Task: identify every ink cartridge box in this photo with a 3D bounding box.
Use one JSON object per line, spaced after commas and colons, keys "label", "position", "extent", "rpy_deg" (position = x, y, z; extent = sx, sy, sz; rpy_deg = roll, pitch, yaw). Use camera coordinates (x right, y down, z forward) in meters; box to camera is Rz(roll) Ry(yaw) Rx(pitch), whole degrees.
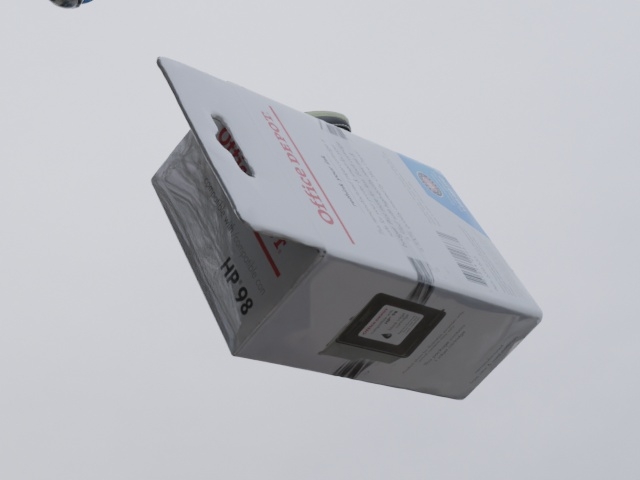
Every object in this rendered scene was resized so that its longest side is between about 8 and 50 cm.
{"label": "ink cartridge box", "position": [0.000, 0.000, 0.482], "extent": [0.180, 0.104, 0.060], "rpy_deg": [18, -58, -43]}

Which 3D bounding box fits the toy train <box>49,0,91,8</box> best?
{"label": "toy train", "position": [-0.159, -0.243, 0.773], "extent": [0.105, 0.184, 0.080], "rpy_deg": [37, -32, -28]}

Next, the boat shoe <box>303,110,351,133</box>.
{"label": "boat shoe", "position": [-0.038, -0.078, 1.052], "extent": [0.152, 0.049, 0.056], "rpy_deg": [-16, -41, -14]}
